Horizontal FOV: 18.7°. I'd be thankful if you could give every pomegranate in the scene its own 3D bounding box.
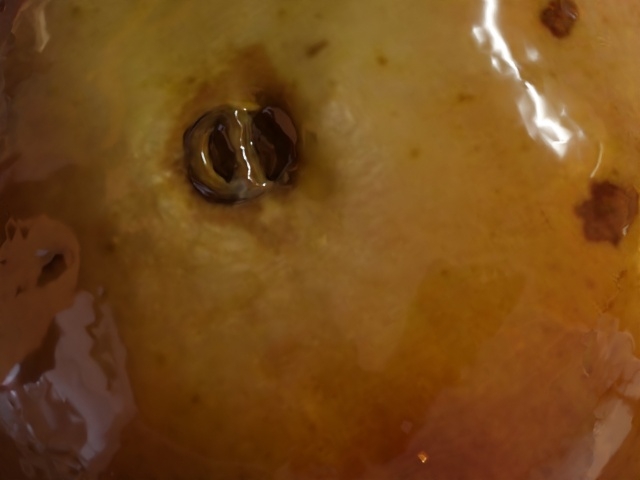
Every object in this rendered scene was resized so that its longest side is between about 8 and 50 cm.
[{"bbox_3d":[-0.001,-0.003,0.432,0.191,0.191,0.191,1,72,-4],"label":"pomegranate"}]
